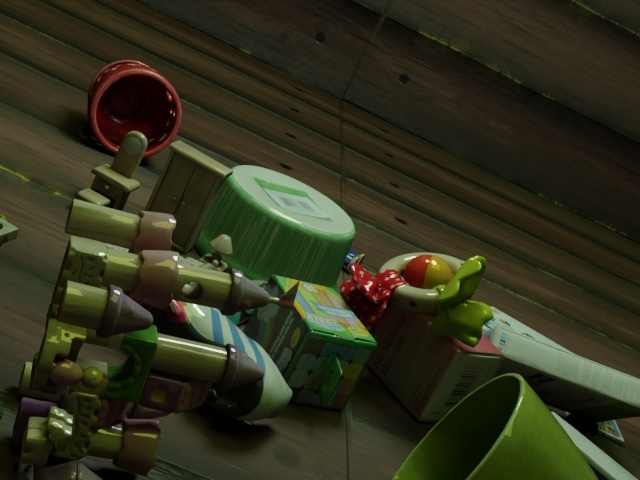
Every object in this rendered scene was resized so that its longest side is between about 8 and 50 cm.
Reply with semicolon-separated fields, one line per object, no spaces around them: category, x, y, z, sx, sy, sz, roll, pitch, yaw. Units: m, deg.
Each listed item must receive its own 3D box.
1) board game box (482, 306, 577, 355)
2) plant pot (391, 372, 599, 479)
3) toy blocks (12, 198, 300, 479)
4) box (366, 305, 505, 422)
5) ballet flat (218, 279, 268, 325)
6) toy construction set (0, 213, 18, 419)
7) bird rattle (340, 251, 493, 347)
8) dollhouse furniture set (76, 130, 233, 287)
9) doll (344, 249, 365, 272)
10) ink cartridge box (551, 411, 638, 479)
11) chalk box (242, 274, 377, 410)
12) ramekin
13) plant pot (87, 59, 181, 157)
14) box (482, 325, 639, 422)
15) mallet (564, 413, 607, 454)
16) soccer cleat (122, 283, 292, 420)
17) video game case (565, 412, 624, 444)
board game box;0.454;0.245;2.202;0.305;0.053;0.193;31;16;16
plant pot;0.262;0.366;1.337;0.293;0.275;0.275;43;18;-3
toy blocks;-0.185;0.148;1.190;0.260;0.289;0.309;16;17;-17
box;0.176;0.186;1.833;0.126;0.149;0.232;10;25;-41
ballet flat;-0.149;0.105;1.756;0.068;0.072;0.213;5;6;27
toy construction set;-0.428;0.065;1.157;0.257;0.237;0.309;9;26;-45
bird rattle;0.161;0.083;1.757;0.253;0.143;0.207;1;22;22
dollhouse furniture set;-0.296;-0.050;1.773;0.303;0.174;0.355;29;18;6
doll;0.000;0.000;2.264;0.189;0.046;0.129;33;18;15
ink cartridge box;0.401;0.408;1.515;0.065;0.165;0.332;7;27;-50
chalk box;-0.011;0.170;1.640;0.132;0.132;0.213;15;23;-33
ramekin;-0.081;-0.018;2.030;0.303;0.148;0.303;25;18;-9
plant pot;-0.404;-0.284;2.258;0.191;0.191;0.174;19;11;-26
box;0.418;0.248;1.936;0.322;0.058;0.232;22;-17;-7
mallet;0.522;0.392;1.957;0.062;0.039;0.190;16;26;-40
soccer cleat;-0.175;0.149;1.535;0.331;0.116;0.143;40;6;30
video game case;0.536;0.355;2.107;0.122;0.011;0.087;25;17;-6
